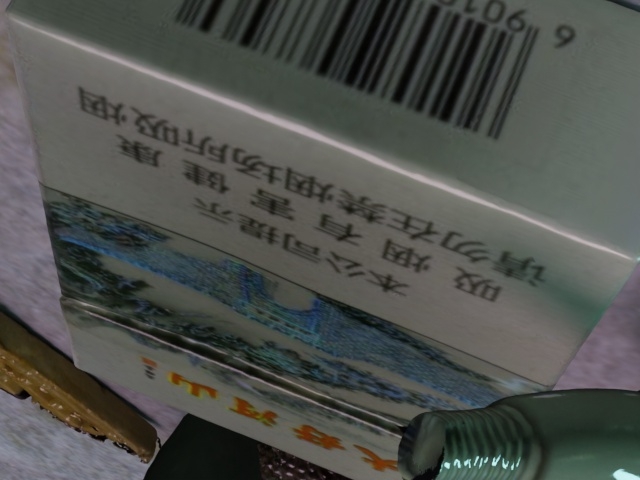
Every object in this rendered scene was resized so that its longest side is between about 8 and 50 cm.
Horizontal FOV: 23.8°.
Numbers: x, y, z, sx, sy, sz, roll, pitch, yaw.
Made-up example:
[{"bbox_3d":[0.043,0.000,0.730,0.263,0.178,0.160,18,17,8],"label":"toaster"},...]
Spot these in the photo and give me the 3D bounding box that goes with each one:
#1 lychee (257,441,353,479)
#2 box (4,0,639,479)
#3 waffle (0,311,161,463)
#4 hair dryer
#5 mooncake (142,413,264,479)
[{"bbox_3d":[0.007,0.097,0.687,0.083,0.068,0.067,1,107,46],"label":"lychee"},{"bbox_3d":[0.000,0.000,0.480,0.164,0.069,0.256,21,156,5],"label":"box"},{"bbox_3d":[-0.166,0.077,0.845,0.097,0.023,0.152,2,149,42],"label":"waffle"},{"bbox_3d":[0.157,0.050,0.395,0.219,0.088,0.225,-10,165,23],"label":"hair dryer"},{"bbox_3d":[-0.020,0.161,0.792,0.168,0.104,0.175,32,153,-11],"label":"mooncake"}]
